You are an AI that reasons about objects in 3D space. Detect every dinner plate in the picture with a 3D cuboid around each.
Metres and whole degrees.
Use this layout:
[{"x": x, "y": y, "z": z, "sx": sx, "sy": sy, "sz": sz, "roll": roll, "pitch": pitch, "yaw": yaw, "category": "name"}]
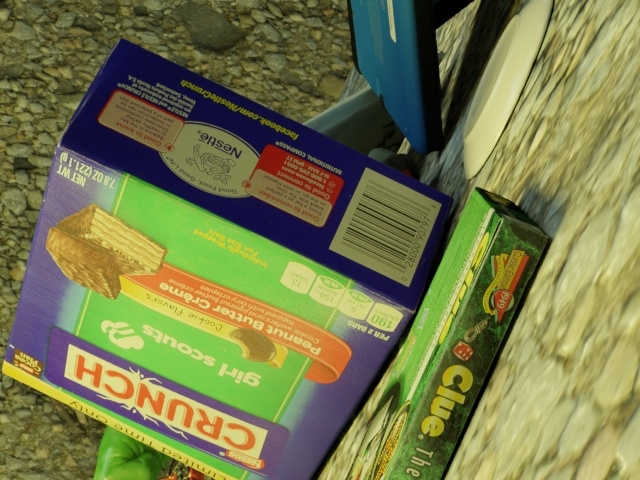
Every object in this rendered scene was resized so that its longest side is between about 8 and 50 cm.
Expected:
[{"x": 0.123, "y": -0.109, "z": 1.082, "sx": 0.141, "sy": 0.017, "sz": 0.141, "roll": -158, "pitch": 90, "yaw": -88, "category": "dinner plate"}]

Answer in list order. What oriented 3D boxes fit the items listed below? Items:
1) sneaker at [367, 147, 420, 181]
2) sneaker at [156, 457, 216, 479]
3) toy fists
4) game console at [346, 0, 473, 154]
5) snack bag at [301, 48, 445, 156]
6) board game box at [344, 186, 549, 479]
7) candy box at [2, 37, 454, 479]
[{"x": 0.000, "y": 0.000, "z": 1.341, "sx": 0.262, "sy": 0.125, "sz": 0.104, "roll": 118, "pitch": 172, "yaw": -58, "category": "sneaker"}, {"x": -0.101, "y": 0.300, "z": 1.424, "sx": 0.088, "sy": 0.092, "sz": 0.225, "roll": -39, "pitch": 37, "yaw": 39, "category": "sneaker"}, {"x": -0.184, "y": 0.300, "z": 1.779, "sx": 0.279, "sy": 0.096, "sz": 0.142, "roll": 74, "pitch": -153, "yaw": -53, "category": "toy fists"}, {"x": 0.107, "y": -0.266, "z": 1.336, "sx": 0.250, "sy": 0.173, "sz": 0.293, "roll": -119, "pitch": 15, "yaw": -50, "category": "game console"}, {"x": -0.033, "y": -0.015, "z": 1.516, "sx": 0.323, "sy": 0.037, "sz": 0.342, "roll": -33, "pitch": -24, "yaw": -43, "category": "snack bag"}, {"x": 0.045, "y": 0.101, "z": 0.815, "sx": 0.136, "sy": 0.030, "sz": 0.260, "roll": -76, "pitch": 9, "yaw": -82, "category": "board game box"}, {"x": -0.083, "y": 0.040, "z": 1.183, "sx": 0.317, "sy": 0.268, "sz": 0.122, "roll": 116, "pitch": 179, "yaw": -53, "category": "candy box"}]
